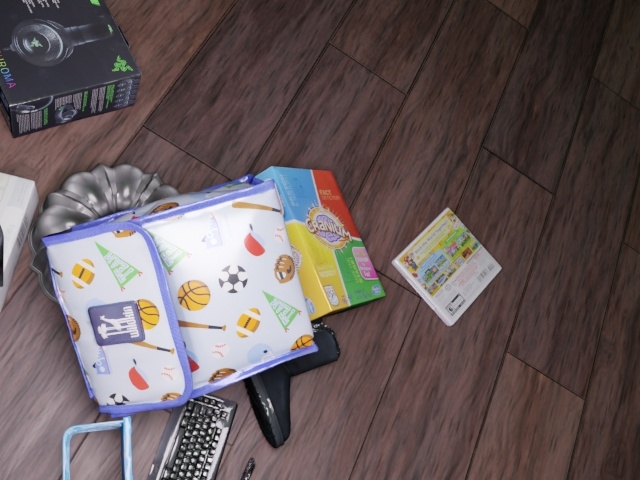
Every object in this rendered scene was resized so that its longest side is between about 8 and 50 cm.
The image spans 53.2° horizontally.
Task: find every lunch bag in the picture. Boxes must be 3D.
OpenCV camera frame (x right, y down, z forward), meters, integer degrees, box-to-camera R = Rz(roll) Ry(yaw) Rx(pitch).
[{"bbox_3d":[-0.235,0.090,1.094,0.385,0.239,0.327,-16,101,-17],"label":"lunch bag"}]

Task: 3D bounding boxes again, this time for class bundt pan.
[{"bbox_3d":[-0.390,-0.008,1.234,0.331,0.124,0.330,7,69,-19],"label":"bundt pan"}]

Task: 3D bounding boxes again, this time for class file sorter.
[{"bbox_3d":[-0.374,0.368,1.074,0.104,0.170,0.118,-1,71,-19],"label":"file sorter"}]

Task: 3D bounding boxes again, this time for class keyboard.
[{"bbox_3d":[-0.217,0.452,1.185,0.201,0.033,0.317,22,65,-14],"label":"keyboard"}]

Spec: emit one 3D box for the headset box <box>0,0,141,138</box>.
[{"bbox_3d":[-0.536,-0.378,1.308,0.283,0.131,0.246,-23,81,-29],"label":"headset box"}]

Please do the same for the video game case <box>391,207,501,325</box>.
[{"bbox_3d":[0.311,0.061,1.555,0.206,0.026,0.227,49,62,0],"label":"video game case"}]

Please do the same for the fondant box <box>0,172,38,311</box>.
[{"bbox_3d":[-0.702,-0.025,1.119,0.330,0.096,0.238,13,66,-13],"label":"fondant box"}]

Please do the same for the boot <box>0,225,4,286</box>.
[{"bbox_3d":[-0.747,-0.027,0.958,0.445,0.146,0.367,-16,53,-31],"label":"boot"}]

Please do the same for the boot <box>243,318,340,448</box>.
[{"bbox_3d":[-0.048,0.265,1.288,0.207,0.094,0.246,-15,71,-23],"label":"boot"}]

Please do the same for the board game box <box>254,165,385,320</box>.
[{"bbox_3d":[0.000,0.000,1.361,0.242,0.064,0.316,-6,71,-58],"label":"board game box"}]
